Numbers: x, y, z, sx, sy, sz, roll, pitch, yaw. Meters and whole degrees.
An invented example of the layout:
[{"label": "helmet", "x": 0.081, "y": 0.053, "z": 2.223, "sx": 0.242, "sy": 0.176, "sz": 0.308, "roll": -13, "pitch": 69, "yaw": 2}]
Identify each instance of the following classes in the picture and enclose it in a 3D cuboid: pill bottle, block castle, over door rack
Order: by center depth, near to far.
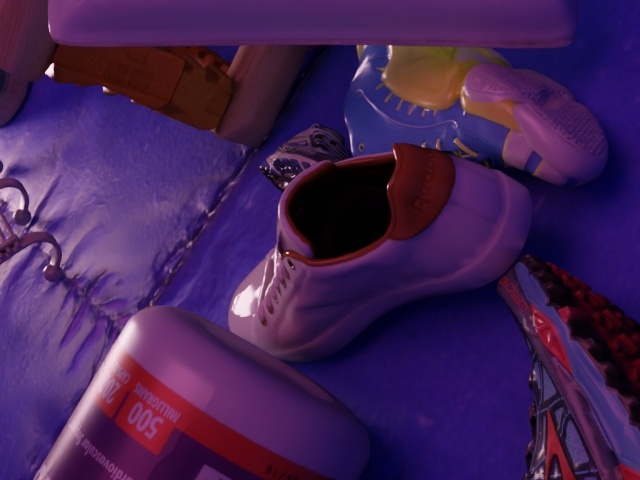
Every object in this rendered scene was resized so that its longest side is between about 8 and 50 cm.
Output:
[{"label": "pill bottle", "x": -0.117, "y": 0.216, "z": 0.789, "sx": 0.181, "sy": 0.181, "sz": 0.322, "roll": 30, "pitch": 89, "yaw": 49}, {"label": "block castle", "x": -0.209, "y": -0.279, "z": 1.061, "sx": 0.453, "sy": 0.303, "sz": 0.212, "roll": 40, "pitch": 109, "yaw": 46}, {"label": "over door rack", "x": -0.429, "y": 0.037, "z": 1.193, "sx": 0.324, "sy": 0.108, "sz": 0.239, "roll": -28, "pitch": 41, "yaw": -14}]

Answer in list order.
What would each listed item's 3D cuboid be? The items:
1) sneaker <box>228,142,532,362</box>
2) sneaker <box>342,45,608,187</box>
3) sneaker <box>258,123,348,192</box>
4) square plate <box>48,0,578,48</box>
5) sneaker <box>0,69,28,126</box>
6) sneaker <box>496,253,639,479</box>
[{"label": "sneaker", "x": 0.000, "y": 0.000, "z": 0.824, "sx": 0.290, "sy": 0.123, "sz": 0.105, "roll": -29, "pitch": 45, "yaw": 48}, {"label": "sneaker", "x": 0.094, "y": -0.071, "z": 0.843, "sx": 0.240, "sy": 0.091, "sz": 0.126, "roll": 49, "pitch": 122, "yaw": 47}, {"label": "sneaker", "x": -0.005, "y": -0.064, "z": 0.924, "sx": 0.058, "sy": 0.052, "sz": 0.135, "roll": -49, "pitch": 19, "yaw": -9}, {"label": "square plate", "x": -0.004, "y": -0.297, "z": 0.802, "sx": 0.344, "sy": 0.049, "sz": 0.347, "roll": 0, "pitch": 80, "yaw": -3}, {"label": "sneaker", "x": -0.463, "y": -0.191, "z": 1.410, "sx": 0.302, "sy": 0.121, "sz": 0.108, "roll": 1, "pitch": 68, "yaw": 45}, {"label": "sneaker", "x": 0.137, "y": 0.120, "z": 0.658, "sx": 0.125, "sy": 0.104, "sz": 0.261, "roll": -43, "pitch": 43, "yaw": 22}]
